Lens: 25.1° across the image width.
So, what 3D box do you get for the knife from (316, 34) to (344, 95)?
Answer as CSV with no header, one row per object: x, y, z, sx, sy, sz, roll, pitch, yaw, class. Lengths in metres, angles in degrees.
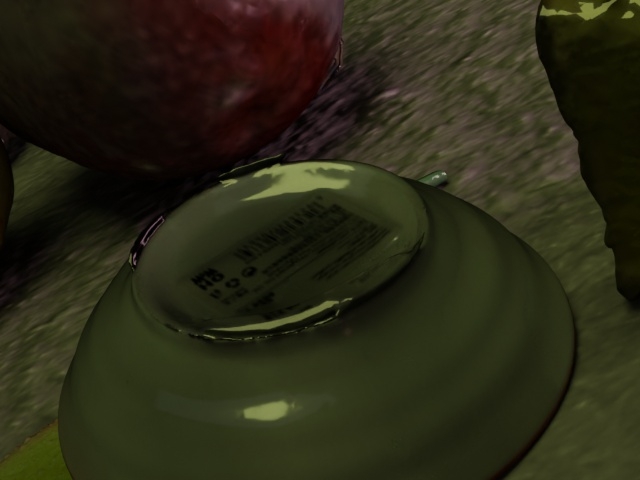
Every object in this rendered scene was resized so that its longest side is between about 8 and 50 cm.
-0.111,-0.140,1.252,0.365,0.043,0.089,3,71,44,knife

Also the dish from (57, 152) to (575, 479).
-0.013,0.028,0.694,0.260,0.085,0.260,-9,35,7,dish

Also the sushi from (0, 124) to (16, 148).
-0.389,-0.087,1.336,0.241,0.107,0.161,-36,23,-31,sushi

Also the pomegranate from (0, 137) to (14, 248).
-0.355,-0.038,1.061,0.260,0.260,0.260,-22,25,11,pomegranate

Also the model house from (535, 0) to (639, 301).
0.244,-0.087,0.668,0.234,0.174,0.193,0,34,28,model house

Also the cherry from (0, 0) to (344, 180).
-0.145,-0.209,1.066,0.291,0.326,0.335,-18,22,-34,cherry

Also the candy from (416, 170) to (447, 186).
0.000,0.000,0.861,0.194,0.062,0.058,-29,-1,-25,candy

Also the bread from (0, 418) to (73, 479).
-0.105,0.134,0.715,0.228,0.033,0.228,-23,24,11,bread
